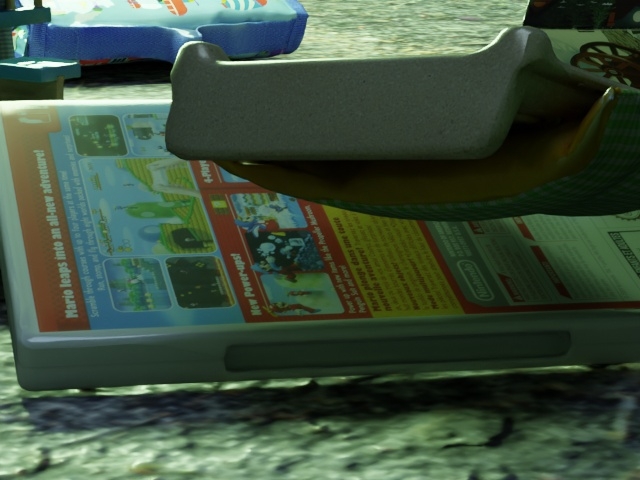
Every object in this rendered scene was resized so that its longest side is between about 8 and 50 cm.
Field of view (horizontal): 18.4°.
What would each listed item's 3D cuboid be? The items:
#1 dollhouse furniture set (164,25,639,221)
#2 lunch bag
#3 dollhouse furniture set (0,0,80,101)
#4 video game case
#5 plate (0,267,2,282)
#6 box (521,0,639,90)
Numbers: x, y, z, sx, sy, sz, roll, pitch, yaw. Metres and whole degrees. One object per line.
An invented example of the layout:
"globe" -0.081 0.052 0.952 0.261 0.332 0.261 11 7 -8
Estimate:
"dollhouse furniture set" 0.108 0.014 0.685 0.302 0.151 0.197 2 -4 34
"lunch bag" -0.160 -0.191 1.574 0.221 0.138 0.293 -4 26 -25
"dollhouse furniture set" -0.160 -0.097 1.081 0.184 0.129 0.129 9 15 34
"video game case" 0.009 -0.008 0.823 0.285 0.025 0.204 -1 30 -13
"plate" -0.177 -0.004 0.915 0.188 0.024 0.188 1 12 0
"box" 0.208 -0.051 0.821 0.159 0.044 0.233 5 -20 38
